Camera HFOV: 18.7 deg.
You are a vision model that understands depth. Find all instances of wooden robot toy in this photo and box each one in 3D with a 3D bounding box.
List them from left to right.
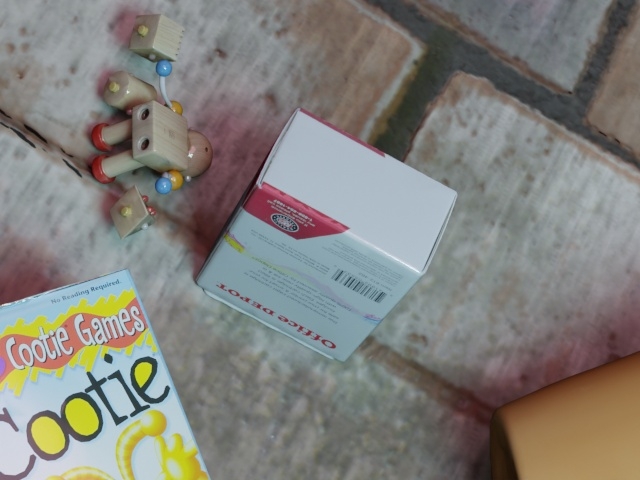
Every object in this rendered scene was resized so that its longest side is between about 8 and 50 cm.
[{"bbox_3d":[-0.116,-0.074,1.427,0.079,0.076,0.173,24,58,-47],"label":"wooden robot toy"}]

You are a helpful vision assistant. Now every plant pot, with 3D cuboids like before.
[{"bbox_3d":[0.231,0.197,1.313,0.203,0.291,0.291,-8,71,-1],"label":"plant pot"}]

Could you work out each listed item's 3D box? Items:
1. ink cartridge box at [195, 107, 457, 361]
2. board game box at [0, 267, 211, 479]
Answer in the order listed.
[{"bbox_3d":[0.000,0.000,1.359,0.127,0.175,0.072,28,61,-5],"label":"ink cartridge box"},{"bbox_3d":[-0.151,0.183,1.257,0.142,0.144,0.275,-17,75,-22],"label":"board game box"}]
